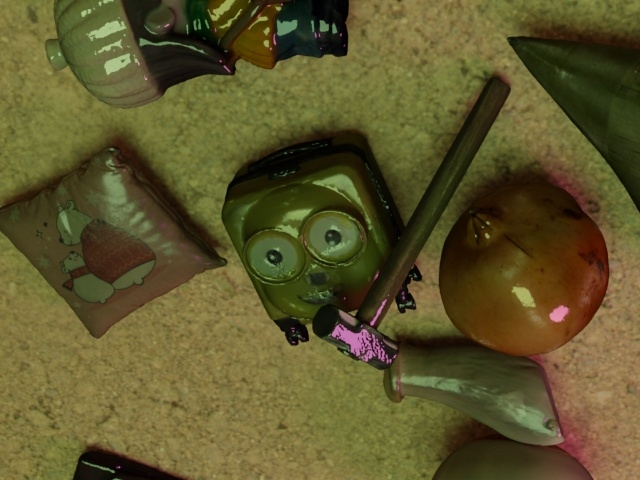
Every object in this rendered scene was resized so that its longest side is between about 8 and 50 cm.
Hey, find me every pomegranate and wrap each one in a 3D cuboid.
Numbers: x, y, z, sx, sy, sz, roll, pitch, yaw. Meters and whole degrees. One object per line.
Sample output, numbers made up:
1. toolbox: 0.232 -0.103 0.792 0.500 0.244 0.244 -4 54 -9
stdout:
1. pomegranate: 0.238 0.034 1.606 0.209 0.209 0.209 4 121 7

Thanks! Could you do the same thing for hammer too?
1. hammer: 0.118 -0.026 1.579 0.111 0.043 0.365 30 89 -38

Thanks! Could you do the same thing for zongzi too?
1. zongzi: 0.391 -0.055 1.555 0.392 0.174 0.356 12 128 13

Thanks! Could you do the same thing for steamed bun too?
1. steamed bun: 0.256 0.329 1.792 0.231 0.145 0.232 5 160 2

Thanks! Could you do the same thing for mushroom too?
1. mushroom: 0.204 0.187 1.759 0.246 0.096 0.108 16 92 9

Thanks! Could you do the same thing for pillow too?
1. pillow: -0.272 0.003 1.733 0.236 0.084 0.223 -26 114 26

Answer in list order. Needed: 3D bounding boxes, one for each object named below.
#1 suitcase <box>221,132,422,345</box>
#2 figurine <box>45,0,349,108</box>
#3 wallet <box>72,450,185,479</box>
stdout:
1. suitcase: 0.000 0.000 1.653 0.193 0.143 0.235 -17 116 18
2. figurine: -0.138 -0.232 1.516 0.332 0.185 0.205 14 87 5
3. wallet: -0.295 0.421 2.010 0.181 0.049 0.229 19 123 -6
